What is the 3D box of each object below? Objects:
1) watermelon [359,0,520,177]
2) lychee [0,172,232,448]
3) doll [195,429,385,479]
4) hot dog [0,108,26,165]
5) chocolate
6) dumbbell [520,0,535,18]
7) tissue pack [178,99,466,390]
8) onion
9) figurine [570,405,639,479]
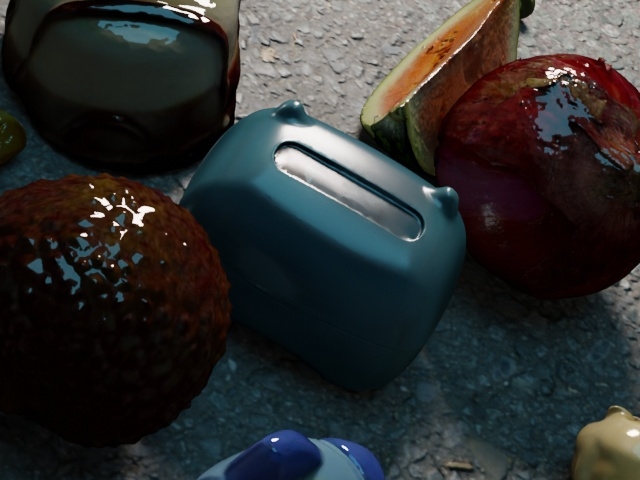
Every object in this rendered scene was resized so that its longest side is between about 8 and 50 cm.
[{"bbox_3d":[0.127,-0.180,2.071,0.128,0.159,0.303,16,44,28],"label":"watermelon"},{"bbox_3d":[-0.214,0.058,1.591,0.261,0.260,0.260,14,47,-15],"label":"lychee"},{"bbox_3d":[0.004,0.286,1.548,0.366,0.187,0.376,32,16,-11],"label":"doll"},{"bbox_3d":[-0.380,-0.073,1.771,0.216,0.047,0.066,-42,114,-43],"label":"hot dog"},{"bbox_3d":[-0.195,-0.228,1.902,0.284,0.186,0.283,15,47,-16],"label":"chocolate"},{"bbox_3d":[0.232,-0.283,2.267,0.052,0.046,0.118,30,44,8],"label":"dumbbell"},{"bbox_3d":[0.000,0.000,1.788,0.287,0.206,0.198,30,46,2],"label":"tissue pack"},{"bbox_3d":[0.258,-0.072,1.937,0.276,0.276,0.276,14,47,-15],"label":"onion"},{"bbox_3d":[0.342,0.230,1.840,0.196,0.114,0.108,-6,30,-44],"label":"figurine"}]
